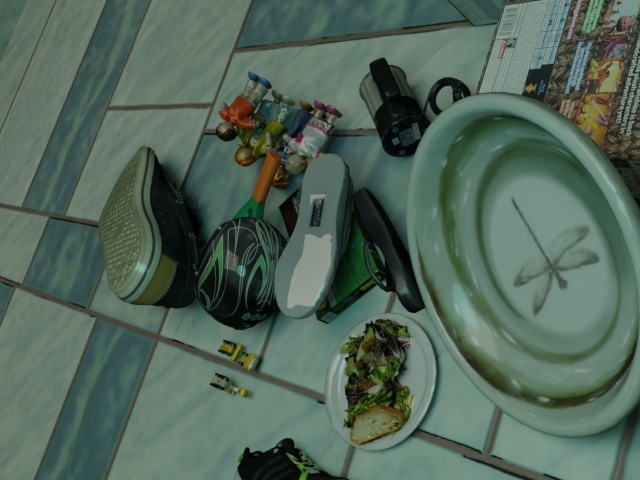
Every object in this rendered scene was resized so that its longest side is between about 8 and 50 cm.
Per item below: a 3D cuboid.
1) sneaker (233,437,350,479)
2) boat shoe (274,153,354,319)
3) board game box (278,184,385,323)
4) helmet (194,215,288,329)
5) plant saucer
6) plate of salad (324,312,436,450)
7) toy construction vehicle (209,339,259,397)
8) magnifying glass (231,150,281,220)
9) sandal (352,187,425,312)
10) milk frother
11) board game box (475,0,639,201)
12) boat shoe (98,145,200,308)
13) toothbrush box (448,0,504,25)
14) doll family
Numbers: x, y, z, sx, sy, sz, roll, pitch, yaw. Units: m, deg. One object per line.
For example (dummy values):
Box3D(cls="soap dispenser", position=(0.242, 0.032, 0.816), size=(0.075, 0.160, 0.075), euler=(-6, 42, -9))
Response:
Box3D(cls="sneaker", position=(-0.049, 0.336, 1.121), size=(0.234, 0.084, 0.097), euler=(-14, 60, 39))
Box3D(cls="boat shoe", position=(0.000, 0.000, 1.198), size=(0.096, 0.088, 0.268), euler=(-1, 68, 25))
Box3D(cls="board game box", position=(0.014, -0.003, 1.274), size=(0.136, 0.030, 0.260), euler=(-38, 48, 21))
Box3D(cls="helmet", position=(-0.122, 0.048, 1.282), size=(0.161, 0.169, 0.169), euler=(-58, 40, 29))
Box3D(cls="plant saucer", position=(0.249, 0.021, 0.890), size=(0.400, 0.100, 0.400), euler=(42, 141, 47))
Box3D(cls="plate of salad", position=(0.076, 0.197, 1.098), size=(0.200, 0.048, 0.200), euler=(-22, 56, 36))
Box3D(cls="toy construction vehicle", position=(-0.144, 0.221, 1.314), size=(0.098, 0.035, 0.086), euler=(8, 64, 43))
Box3D(cls="magnifying glass", position=(-0.117, -0.055, 1.367), size=(0.092, 0.026, 0.231), euler=(52, 132, 39))
Box3D(cls="sandal", position=(0.096, 0.022, 1.136), size=(0.054, 0.097, 0.254), euler=(-35, 38, 12))
Box3D(cls="milk frother", position=(0.149, -0.228, 1.222), size=(0.143, 0.129, 0.135), euler=(-11, 52, -10))
Box3D(cls="board game box", position=(0.353, -0.181, 0.951), size=(0.291, 0.141, 0.232), euler=(9, 76, 46))
Box3D(cls="boat shoe", position=(-0.337, -0.029, 1.541), size=(0.187, 0.156, 0.500), euler=(-53, 31, 17))
Box3D(cls="toothbrush box", position=(0.261, -0.505, 1.158), size=(0.122, 0.206, 0.283), euler=(8, 77, 46))
Box3D(cls="doll family", position=(-0.073, -0.183, 1.409), size=(0.263, 0.118, 0.163), euler=(28, 84, 30))
